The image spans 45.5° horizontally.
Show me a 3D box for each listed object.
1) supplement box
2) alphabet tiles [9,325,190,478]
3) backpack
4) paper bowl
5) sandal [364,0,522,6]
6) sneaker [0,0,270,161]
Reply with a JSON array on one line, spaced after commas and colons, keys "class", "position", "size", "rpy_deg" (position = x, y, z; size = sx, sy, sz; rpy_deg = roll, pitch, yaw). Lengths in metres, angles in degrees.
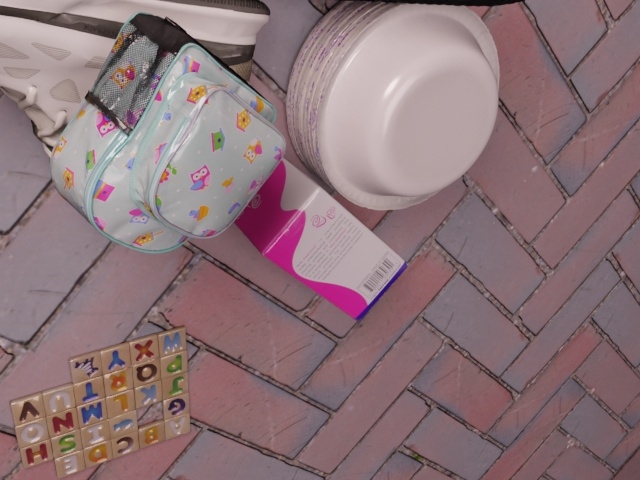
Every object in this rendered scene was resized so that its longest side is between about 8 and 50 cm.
[{"class": "supplement box", "position": [0.000, 0.000, 1.030], "size": [0.111, 0.114, 0.220], "rpy_deg": [-49, 135, 2]}, {"class": "alphabet tiles", "position": [-0.293, 0.228, 1.044], "size": [0.237, 0.009, 0.198], "rpy_deg": [-15, 126, -28]}, {"class": "backpack", "position": [-0.137, -0.078, 0.683], "size": [0.188, 0.144, 0.166], "rpy_deg": [-49, 151, 6]}, {"class": "paper bowl", "position": [0.110, -0.171, 0.974], "size": [0.284, 0.148, 0.284], "rpy_deg": [-18, 128, -24]}, {"class": "sandal", "position": [0.018, -0.315, 0.787], "size": [0.446, 0.167, 0.106], "rpy_deg": [-1, 97, -19]}, {"class": "sneaker", "position": [-0.262, -0.132, 0.723], "size": [0.448, 0.169, 0.257], "rpy_deg": [-3, 118, -36]}]
